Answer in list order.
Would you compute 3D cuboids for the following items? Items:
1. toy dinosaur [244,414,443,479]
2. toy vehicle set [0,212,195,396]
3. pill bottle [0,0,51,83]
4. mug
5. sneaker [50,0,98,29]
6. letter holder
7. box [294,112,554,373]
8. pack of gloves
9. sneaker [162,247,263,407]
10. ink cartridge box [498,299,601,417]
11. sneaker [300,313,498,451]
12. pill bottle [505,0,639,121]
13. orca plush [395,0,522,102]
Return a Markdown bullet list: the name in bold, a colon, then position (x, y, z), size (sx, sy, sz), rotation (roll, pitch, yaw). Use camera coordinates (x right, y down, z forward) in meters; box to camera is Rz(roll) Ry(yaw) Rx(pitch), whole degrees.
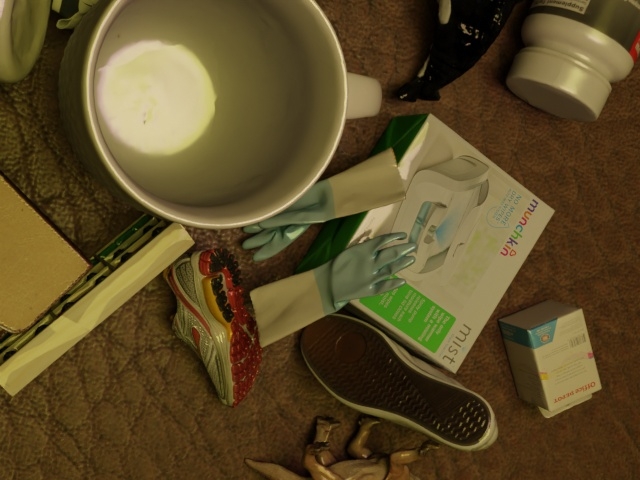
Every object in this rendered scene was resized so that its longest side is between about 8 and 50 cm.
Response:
- **toy dinosaur**: position (0.050, 0.349, 1.504), size (0.295, 0.127, 0.200), rotation (0, 102, -15)
- **toy vehicle set**: position (-0.277, 0.066, 1.326), size (0.267, 0.166, 0.035), rotation (-41, 107, -13)
- **pill bottle**: position (-0.442, -0.268, 1.200), size (0.278, 0.162, 0.162), rotation (10, 91, 1)
- **mug**: position (-0.111, -0.164, 1.280), size (0.374, 0.328, 0.276), rotation (-3, 96, -21)
- **sneaker**: position (-0.327, -0.346, 1.308), size (0.235, 0.094, 0.153), rotation (49, 114, 8)
- **letter holder**: position (-0.445, -0.012, 1.266), size (0.214, 0.152, 0.302), rotation (-45, 108, -9)
- **box**: position (0.137, 0.003, 1.500), size (0.231, 0.126, 0.262), rotation (36, 82, -18)
- **pack of gloves**: position (0.000, 0.000, 1.389), size (0.232, 0.195, 0.046), rotation (-24, 145, 17)
- **sneaker**: position (-0.137, 0.111, 1.436), size (0.088, 0.092, 0.225), rotation (-48, 131, -55)
- **ink cartridge box**: position (0.327, 0.170, 1.603), size (0.092, 0.090, 0.143), rotation (-19, 103, -18)
- **sneaker**: position (0.102, 0.197, 1.477), size (0.290, 0.123, 0.106), rotation (31, 84, 25)
- **pill bottle**: position (0.374, -0.316, 1.537), size (0.161, 0.161, 0.283), rotation (27, 85, -21)
- **orca plush**: position (0.189, -0.292, 1.441), size (0.151, 0.102, 0.287), rotation (27, 111, -26)
